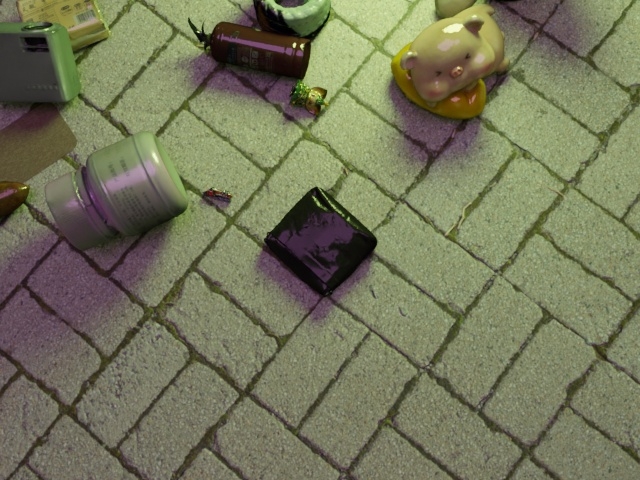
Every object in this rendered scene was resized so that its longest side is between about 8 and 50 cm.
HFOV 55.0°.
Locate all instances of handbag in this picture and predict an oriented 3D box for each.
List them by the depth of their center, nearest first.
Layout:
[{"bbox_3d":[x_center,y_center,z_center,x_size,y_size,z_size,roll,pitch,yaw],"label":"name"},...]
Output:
[{"bbox_3d":[0.000,0.000,1.653,0.247,0.080,0.223,43,84,9],"label":"handbag"}]

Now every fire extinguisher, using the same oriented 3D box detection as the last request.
[{"bbox_3d":[-0.201,-0.550,1.733,0.337,0.135,0.114,13,65,4],"label":"fire extinguisher"}]

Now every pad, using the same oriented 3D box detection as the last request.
[{"bbox_3d":[-0.844,-0.267,1.761,0.266,0.002,0.176,-35,80,-5],"label":"pad"}]

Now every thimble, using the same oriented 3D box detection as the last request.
[{"bbox_3d":[-0.082,-0.698,1.750,0.237,0.150,0.237,0,78,1],"label":"thimble"}]

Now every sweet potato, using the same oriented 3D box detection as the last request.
[{"bbox_3d":[-0.984,-0.090,1.684,0.385,0.109,0.109,-13,79,0],"label":"sweet potato"}]

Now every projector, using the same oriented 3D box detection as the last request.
[{"bbox_3d":[-0.816,-0.495,1.701,0.250,0.198,0.108,1,36,3],"label":"projector"}]

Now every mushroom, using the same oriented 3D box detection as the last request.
[{"bbox_3d":[0.408,-0.697,1.724,0.088,0.212,0.097,9,68,-42],"label":"mushroom"}]

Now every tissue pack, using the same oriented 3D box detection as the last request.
[{"bbox_3d":[-0.748,-0.642,1.785,0.222,0.090,0.186,-26,83,-2],"label":"tissue pack"}]

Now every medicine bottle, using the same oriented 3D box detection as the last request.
[{"bbox_3d":[-0.527,-0.124,1.606,0.302,0.241,0.241,-25,80,-3],"label":"medicine bottle"}]

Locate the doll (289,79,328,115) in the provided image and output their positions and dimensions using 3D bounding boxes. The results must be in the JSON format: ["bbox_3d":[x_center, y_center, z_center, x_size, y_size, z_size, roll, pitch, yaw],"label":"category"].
[{"bbox_3d":[-0.035,-0.409,1.750,0.113,0.077,0.078,15,107,-24],"label":"doll"}]

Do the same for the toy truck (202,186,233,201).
[{"bbox_3d":[-0.286,-0.129,1.712,0.083,0.024,0.032,16,109,1],"label":"toy truck"}]

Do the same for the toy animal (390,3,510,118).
[{"bbox_3d":[0.381,-0.485,1.649,0.345,0.247,0.278,-28,82,-4],"label":"toy animal"}]
